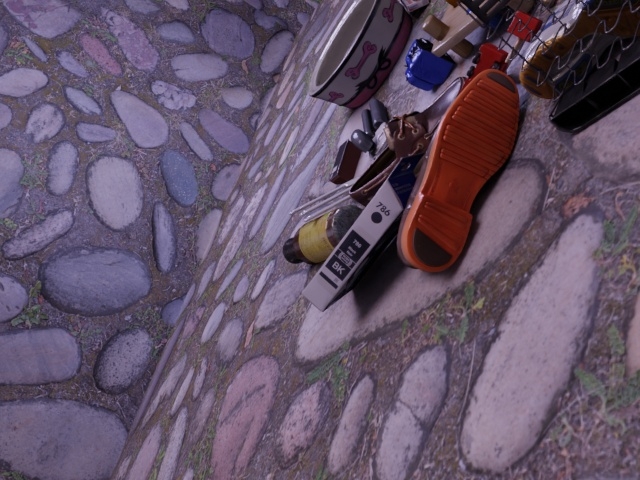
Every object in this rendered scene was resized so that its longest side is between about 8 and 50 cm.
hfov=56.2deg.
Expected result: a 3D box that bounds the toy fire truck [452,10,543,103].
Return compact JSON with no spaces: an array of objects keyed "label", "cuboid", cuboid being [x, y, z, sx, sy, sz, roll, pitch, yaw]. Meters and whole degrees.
[{"label":"toy fire truck","cuboid":[0.317,-0.311,1.087,0.135,0.047,0.192,-27,-33,-45]}]

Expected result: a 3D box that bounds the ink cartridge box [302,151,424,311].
[{"label":"ink cartridge box","cuboid":[0.103,-0.016,1.153,0.333,0.065,0.165,-55,-13,25]}]

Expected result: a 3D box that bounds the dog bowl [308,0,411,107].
[{"label":"dog bowl","cuboid":[0.128,-0.601,1.902,0.408,0.150,0.408,-52,20,29]}]

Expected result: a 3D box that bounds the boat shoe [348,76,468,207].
[{"label":"boat shoe","cuboid":[0.181,-0.199,1.222,0.342,0.123,0.123,-52,21,28]}]

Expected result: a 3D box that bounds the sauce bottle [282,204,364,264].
[{"label":"sauce bottle","cuboid":[0.000,0.000,1.440,0.344,0.111,0.112,-20,45,61]}]

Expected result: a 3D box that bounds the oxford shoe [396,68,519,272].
[{"label":"oxford shoe","cuboid":[0.218,-0.122,1.020,0.364,0.129,0.132,-62,10,-6]}]

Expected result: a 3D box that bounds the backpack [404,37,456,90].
[{"label":"backpack","cuboid":[0.244,-0.418,1.412,0.101,0.097,0.120,-55,20,30]}]

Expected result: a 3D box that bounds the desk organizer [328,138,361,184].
[{"label":"desk organizer","cuboid":[0.070,-0.210,1.651,0.047,0.050,0.130,-34,32,54]}]

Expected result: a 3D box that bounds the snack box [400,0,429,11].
[{"label":"snack box","cuboid":[0.284,-0.738,1.836,0.064,0.022,0.178,-22,30,11]}]

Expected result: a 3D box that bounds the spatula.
[{"label":"spatula","cuboid":[0.045,-0.112,1.432,0.242,0.019,0.168,-28,19,-12]}]

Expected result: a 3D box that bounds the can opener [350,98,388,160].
[{"label":"can opener","cuboid":[0.127,-0.301,1.558,0.076,0.095,0.283,-51,21,28]}]

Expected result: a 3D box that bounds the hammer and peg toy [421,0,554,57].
[{"label":"hammer and peg toy","cuboid":[0.367,-0.549,1.219,0.361,0.127,0.266,-23,42,62]}]

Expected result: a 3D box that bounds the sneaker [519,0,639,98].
[{"label":"sneaker","cuboid":[0.403,-0.338,0.854,0.296,0.111,0.131,-36,26,48]}]

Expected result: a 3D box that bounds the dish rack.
[{"label":"dish rack","cuboid":[0.319,-0.294,0.783,0.208,0.271,0.074,-39,16,48]}]
